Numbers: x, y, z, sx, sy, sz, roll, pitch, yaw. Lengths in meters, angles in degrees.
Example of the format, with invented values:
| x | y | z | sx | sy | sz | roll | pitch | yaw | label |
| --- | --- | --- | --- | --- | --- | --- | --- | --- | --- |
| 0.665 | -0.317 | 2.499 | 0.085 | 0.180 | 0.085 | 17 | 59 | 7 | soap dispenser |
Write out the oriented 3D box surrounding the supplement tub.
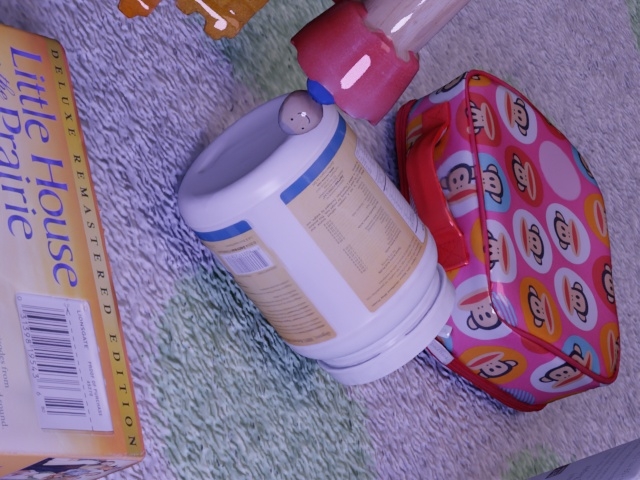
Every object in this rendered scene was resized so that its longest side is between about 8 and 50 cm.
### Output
| x | y | z | sx | sy | sz | roll | pitch | yaw | label |
| --- | --- | --- | --- | --- | --- | --- | --- | --- | --- |
| 0.000 | 0.000 | 1.335 | 0.200 | 0.144 | 0.144 | 52 | 34 | -22 | supplement tub |

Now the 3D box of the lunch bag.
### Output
| x | y | z | sx | sy | sz | roll | pitch | yaw | label |
| --- | --- | --- | --- | --- | --- | --- | --- | --- | --- |
| 0.164 | -0.006 | 1.611 | 0.258 | 0.120 | 0.293 | 32 | 45 | -42 | lunch bag |

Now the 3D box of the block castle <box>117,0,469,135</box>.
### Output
| x | y | z | sx | sy | sz | roll | pitch | yaw | label |
| --- | --- | --- | --- | --- | --- | --- | --- | --- | --- |
| -0.088 | -0.296 | 1.229 | 0.453 | 0.213 | 0.303 | 41 | 19 | -16 | block castle |

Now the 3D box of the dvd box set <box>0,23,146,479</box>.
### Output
| x | y | z | sx | sy | sz | roll | pitch | yaw | label |
| --- | --- | --- | --- | --- | --- | --- | --- | --- | --- |
| -0.287 | -0.016 | 0.991 | 0.420 | 0.062 | 0.308 | 11 | 60 | -53 | dvd box set |

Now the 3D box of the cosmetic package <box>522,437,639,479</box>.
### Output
| x | y | z | sx | sy | sz | roll | pitch | yaw | label |
| --- | --- | --- | --- | --- | --- | --- | --- | --- | --- |
| 0.183 | 0.235 | 1.365 | 0.117 | 0.231 | 0.085 | -30 | 95 | -60 | cosmetic package |
